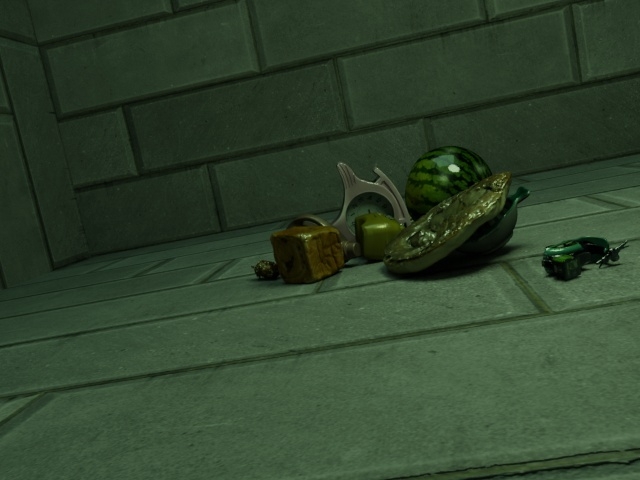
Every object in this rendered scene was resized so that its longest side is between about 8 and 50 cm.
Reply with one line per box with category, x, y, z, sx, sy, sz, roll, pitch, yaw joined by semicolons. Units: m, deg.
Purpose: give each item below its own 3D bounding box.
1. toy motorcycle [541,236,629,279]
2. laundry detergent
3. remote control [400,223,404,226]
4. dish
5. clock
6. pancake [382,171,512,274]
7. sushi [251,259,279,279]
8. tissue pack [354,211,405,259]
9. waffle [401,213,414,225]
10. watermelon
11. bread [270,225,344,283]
toy motorcycle;0.517;0.029;1.203;0.173;0.058;0.100;-15;15;-20
laundry detergent;0.000;0.000;1.773;0.237;0.171;0.076;-6;25;42
remote control;0.185;-0.010;2.013;0.230;0.049;0.090;-12;-13;2
dish;0.430;-0.030;1.524;0.246;0.078;0.224;-36;9;12
clock;0.111;-0.110;1.913;0.275;0.290;0.080;-27;8;6
pancake;0.316;-0.041;1.504;0.387;0.082;0.387;-40;7;6
sushi;-0.163;0.084;1.803;0.060;0.062;0.118;17;-21;-40
tissue pack;0.172;-0.014;1.777;0.127;0.123;0.178;-3;14;-5
waffle;0.350;-0.073;2.198;0.297;0.073;0.317;-12;11;44
watermelon;0.403;-0.153;1.910;0.285;0.285;0.285;-11;7;1
bread;-0.035;0.038;1.675;0.158;0.149;0.143;2;16;38
